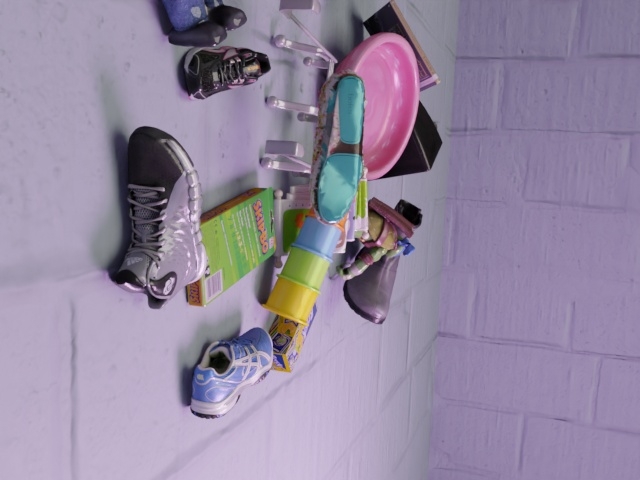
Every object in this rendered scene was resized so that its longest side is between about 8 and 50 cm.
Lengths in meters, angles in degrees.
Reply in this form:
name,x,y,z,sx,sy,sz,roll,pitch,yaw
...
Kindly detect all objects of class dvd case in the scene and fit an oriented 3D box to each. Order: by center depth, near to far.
name,x,y,z,sx,sy,sz,roll,pitch,yaw
dvd case,0.195,-0.462,1.585,0.018,0.164,0.221,-36,101,-15

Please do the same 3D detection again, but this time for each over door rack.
name,x,y,z,sx,sy,sz,roll,pitch,yaw
over door rack,-0.047,-0.240,1.089,0.324,0.108,0.239,9,86,-83

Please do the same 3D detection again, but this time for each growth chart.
name,x,y,z,sx,sy,sz,roll,pitch,yaw
growth chart,0.004,-0.041,1.267,0.237,0.021,0.171,-16,106,-31

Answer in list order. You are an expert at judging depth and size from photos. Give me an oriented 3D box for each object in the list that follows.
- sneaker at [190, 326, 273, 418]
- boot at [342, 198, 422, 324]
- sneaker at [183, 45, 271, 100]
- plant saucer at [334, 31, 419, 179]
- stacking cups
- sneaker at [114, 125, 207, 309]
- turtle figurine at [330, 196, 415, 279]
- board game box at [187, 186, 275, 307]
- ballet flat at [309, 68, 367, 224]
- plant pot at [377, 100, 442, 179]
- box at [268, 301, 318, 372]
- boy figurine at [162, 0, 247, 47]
name,x,y,z,sx,sy,sz,roll,pitch,yaw
sneaker,-0.132,0.189,1.019,0.211,0.080,0.081,-50,144,-60
boot,0.162,0.035,1.592,0.222,0.118,0.338,-56,-166,28
sneaker,-0.129,-0.249,0.930,0.178,0.077,0.071,-54,143,-54
plant saucer,0.113,-0.307,1.486,0.332,0.084,0.332,-31,130,-46
stacking cups,0.000,0.000,1.207,0.316,0.096,0.096,-65,156,-10
sneaker,-0.202,-0.011,0.774,0.132,0.086,0.228,-58,148,-48
turtle figurine,0.049,-0.025,1.454,0.266,0.275,0.197,39,79,-43
board game box,-0.136,-0.001,1.032,0.259,0.039,0.124,-37,130,-61
ballet flat,0.025,-0.146,1.019,0.077,0.091,0.240,23,-75,63
plant pot,0.199,-0.282,1.721,0.166,0.188,0.188,69,30,-26
box,-0.058,0.172,1.265,0.168,0.054,0.059,-66,153,-44
boy figurine,-0.166,-0.386,0.768,0.177,0.092,0.285,-51,145,-40
